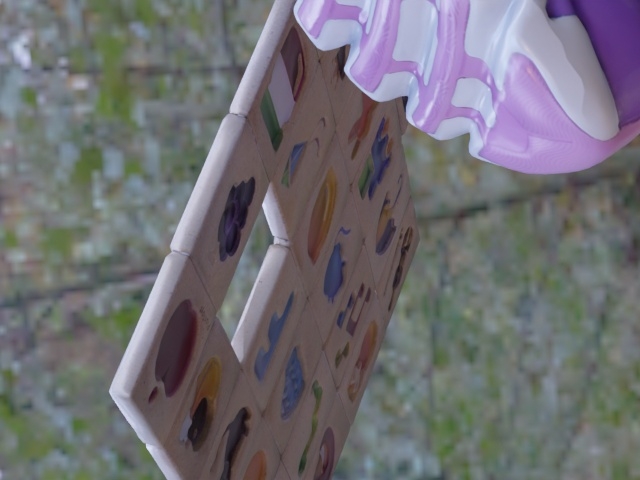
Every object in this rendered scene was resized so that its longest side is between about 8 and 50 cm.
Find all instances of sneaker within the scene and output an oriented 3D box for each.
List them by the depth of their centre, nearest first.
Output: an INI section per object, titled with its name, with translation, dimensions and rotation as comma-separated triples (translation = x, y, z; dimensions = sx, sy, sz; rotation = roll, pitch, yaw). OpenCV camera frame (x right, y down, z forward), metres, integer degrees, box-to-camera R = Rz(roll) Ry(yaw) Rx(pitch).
[sneaker]
translation = 0.010, -0.126, 0.427
dimensions = 0.236, 0.104, 0.095
rotation = 55, 162, 7

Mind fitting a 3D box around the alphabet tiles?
[alphabet tiles]
translation = 0.000, 0.000, 0.607
dimensions = 0.237, 0.009, 0.198
rotation = 74, -146, -64
